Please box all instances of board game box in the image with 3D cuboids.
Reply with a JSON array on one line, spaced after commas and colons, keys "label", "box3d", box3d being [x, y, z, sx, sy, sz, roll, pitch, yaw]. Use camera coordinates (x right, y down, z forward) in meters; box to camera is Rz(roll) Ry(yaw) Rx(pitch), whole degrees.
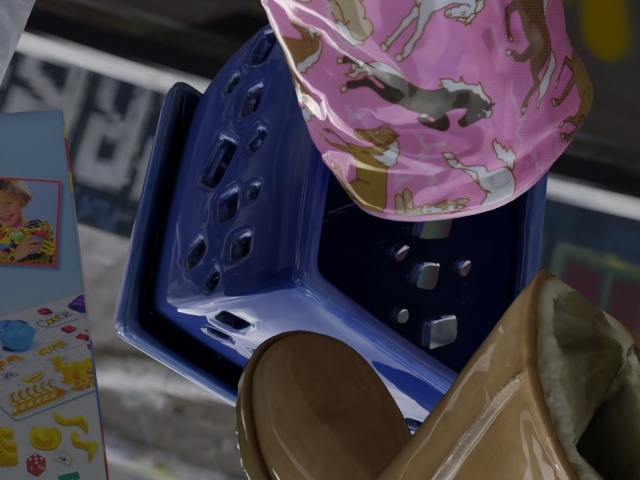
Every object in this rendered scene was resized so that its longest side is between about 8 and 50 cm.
[{"label": "board game box", "box3d": [-0.201, 0.083, 1.060, 0.144, 0.275, 0.142, -4, 151, -11]}]

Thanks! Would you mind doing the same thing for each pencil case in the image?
[{"label": "pencil case", "box3d": [0.026, -0.181, 1.024, 0.167, 0.160, 0.386, 18, 147, 41]}]

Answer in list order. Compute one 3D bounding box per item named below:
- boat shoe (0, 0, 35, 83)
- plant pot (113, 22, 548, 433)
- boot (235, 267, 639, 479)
[{"label": "boat shoe", "box3d": [-0.143, -0.179, 0.724, 0.102, 0.301, 0.108, 21, 174, -27]}, {"label": "plant pot", "box3d": [0.000, 0.000, 1.293, 0.212, 0.236, 0.236, -17, 142, 40]}, {"label": "boot", "box3d": [0.060, 0.091, 0.891, 0.089, 0.236, 0.269, -10, 153, -27]}]
